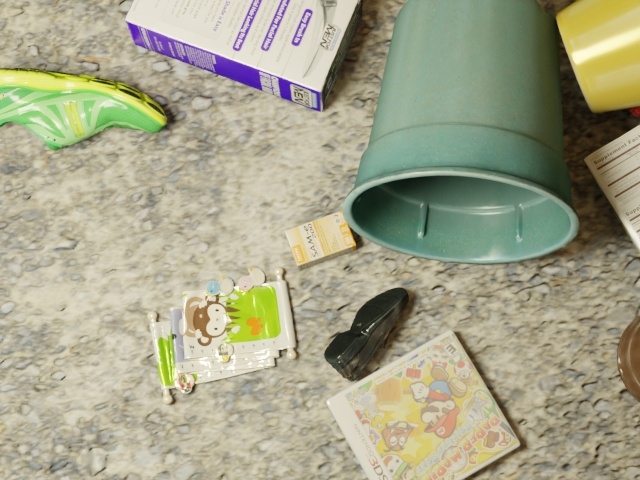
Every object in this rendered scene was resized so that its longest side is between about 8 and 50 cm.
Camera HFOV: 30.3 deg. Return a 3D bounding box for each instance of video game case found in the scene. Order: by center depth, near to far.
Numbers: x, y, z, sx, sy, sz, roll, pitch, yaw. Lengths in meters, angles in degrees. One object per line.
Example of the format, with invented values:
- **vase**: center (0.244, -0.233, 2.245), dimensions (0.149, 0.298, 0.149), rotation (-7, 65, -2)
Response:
- **video game case**: center (0.155, 0.278, 1.799), dimensions (0.227, 0.026, 0.206), rotation (-29, 78, -6)

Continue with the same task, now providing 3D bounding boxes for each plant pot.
- **plant pot**: center (0.489, -0.305, 1.748), dimensions (0.239, 0.254, 0.254), rotation (-20, 77, 16)
- **plant pot**: center (0.540, 0.168, 1.748), dimensions (0.167, 0.165, 0.166), rotation (0, 78, 1)
- **plant pot**: center (0.222, -0.177, 1.768), dimensions (0.341, 0.341, 0.334), rotation (7, 69, 2)

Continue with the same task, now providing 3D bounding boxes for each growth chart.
- **growth chart**: center (-0.152, 0.140, 1.839), dimensions (0.237, 0.021, 0.171), rotation (-17, 76, -4)

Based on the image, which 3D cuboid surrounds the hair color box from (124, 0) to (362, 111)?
- **hair color box**: center (-0.120, -0.357, 1.911), dimensions (0.339, 0.110, 0.185), rotation (21, 77, 7)

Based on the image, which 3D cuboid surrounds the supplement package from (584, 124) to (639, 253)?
- **supplement package**: center (0.524, -0.045, 1.788), dimensions (0.134, 0.139, 0.244), rotation (-32, 71, 12)

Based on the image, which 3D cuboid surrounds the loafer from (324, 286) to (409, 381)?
- **loafer**: center (0.079, 0.143, 1.823), dimensions (0.170, 0.062, 0.061), rotation (-44, 119, -15)

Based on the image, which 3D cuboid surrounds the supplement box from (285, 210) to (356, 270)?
- **supplement box**: center (0.000, 0.000, 1.860), dimensions (0.098, 0.036, 0.062), rotation (-20, 77, -4)

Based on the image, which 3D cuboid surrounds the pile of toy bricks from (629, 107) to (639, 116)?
- **pile of toy bricks**: center (0.583, -0.202, 1.843), dimensions (0.212, 0.118, 0.105), rotation (33, 41, 10)

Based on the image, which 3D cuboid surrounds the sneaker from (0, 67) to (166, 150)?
- **sneaker**: center (-0.392, -0.203, 1.894), dimensions (0.296, 0.109, 0.123), rotation (8, 103, 0)
